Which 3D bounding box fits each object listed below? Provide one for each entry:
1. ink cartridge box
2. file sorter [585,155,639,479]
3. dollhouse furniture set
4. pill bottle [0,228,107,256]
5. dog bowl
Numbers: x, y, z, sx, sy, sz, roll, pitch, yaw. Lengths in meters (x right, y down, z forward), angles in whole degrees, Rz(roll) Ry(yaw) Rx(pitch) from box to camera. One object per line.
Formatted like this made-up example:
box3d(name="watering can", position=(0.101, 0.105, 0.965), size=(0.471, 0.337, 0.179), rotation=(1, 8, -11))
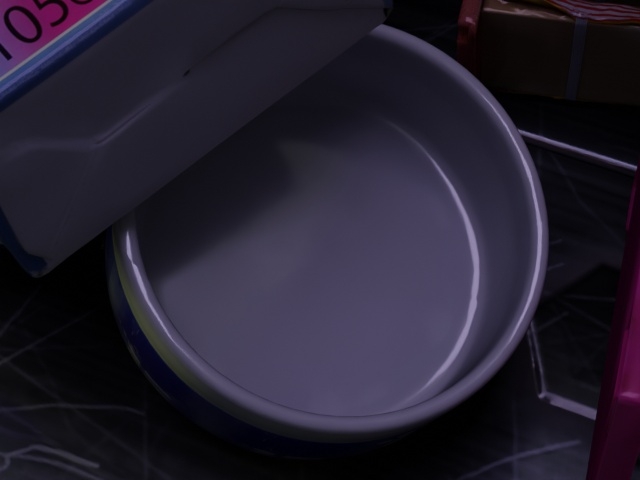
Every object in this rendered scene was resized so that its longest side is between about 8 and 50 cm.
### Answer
box3d(name="ink cartridge box", position=(-0.190, -0.206, 0.975), size=(0.270, 0.151, 0.395), rotation=(-38, 56, -11))
box3d(name="file sorter", position=(0.270, 0.036, 0.965), size=(0.182, 0.202, 0.291), rotation=(11, 56, 9))
box3d(name="dollhouse furniture set", position=(0.199, -0.229, 1.053), size=(0.201, 0.374, 0.152), rotation=(9, 61, 9))
box3d(name="pill bottle", position=(-0.198, -0.050, 1.102), size=(0.219, 0.123, 0.123), rotation=(1, 54, -11))
box3d(name="dog bowl", position=(0.000, 0.000, 1.014), size=(0.265, 0.104, 0.265), rotation=(4, 71, -12))
